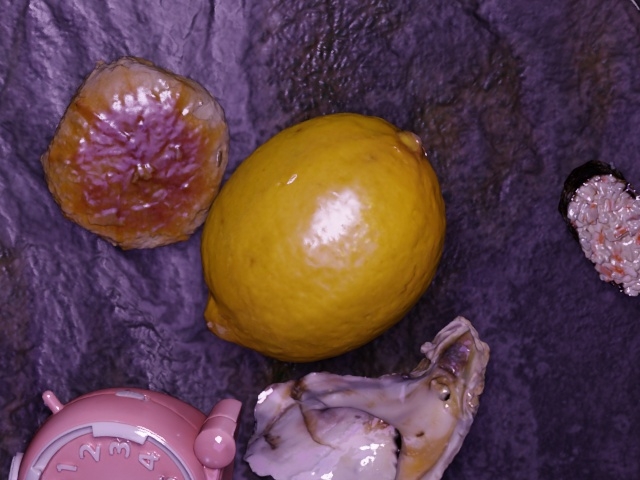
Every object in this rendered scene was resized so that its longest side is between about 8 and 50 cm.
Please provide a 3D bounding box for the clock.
[{"bbox_3d":[-0.212,0.263,2.007,0.241,0.142,0.227,8,106,2],"label":"clock"}]

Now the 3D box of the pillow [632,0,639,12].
[{"bbox_3d":[0.383,-0.270,1.940,0.136,0.055,0.091,-35,89,3],"label":"pillow"}]

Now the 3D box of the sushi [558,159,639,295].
[{"bbox_3d":[0.317,-0.011,1.998,0.090,0.078,0.150,-36,108,6],"label":"sushi"}]

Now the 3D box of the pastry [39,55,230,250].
[{"bbox_3d":[-0.184,-0.085,1.917,0.182,0.093,0.192,26,102,-15],"label":"pastry"}]

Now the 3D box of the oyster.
[{"bbox_3d":[0.049,0.207,2.029,0.271,0.100,0.275,-4,120,-2],"label":"oyster"}]

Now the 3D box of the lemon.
[{"bbox_3d":[0.003,-0.003,1.892,0.263,0.236,0.236,-23,110,30],"label":"lemon"}]
